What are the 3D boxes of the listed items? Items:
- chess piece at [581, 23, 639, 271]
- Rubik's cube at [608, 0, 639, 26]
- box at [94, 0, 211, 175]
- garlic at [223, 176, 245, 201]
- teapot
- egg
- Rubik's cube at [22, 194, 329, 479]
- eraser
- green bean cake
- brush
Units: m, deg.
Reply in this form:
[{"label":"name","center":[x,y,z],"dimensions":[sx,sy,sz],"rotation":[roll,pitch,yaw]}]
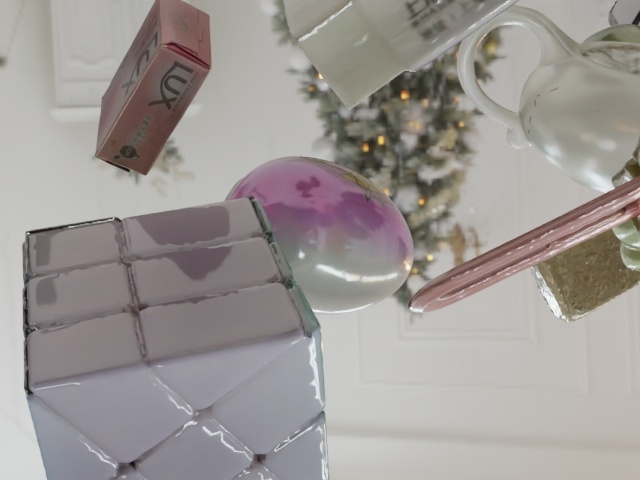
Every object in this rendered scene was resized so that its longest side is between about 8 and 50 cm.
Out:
[{"label":"chess piece","center":[0.346,-0.109,1.076],"dimensions":[0.144,0.251,0.144],"rotation":[-25,-166,7]},{"label":"Rubik's cube","center":[0.583,-0.300,1.247],"dimensions":[0.318,0.313,0.316],"rotation":[25,-153,-6]},{"label":"box","center":[-0.164,-0.151,0.982],"dimensions":[0.060,0.156,0.111],"rotation":[20,-146,-25]},{"label":"garlic","center":[-0.126,-0.038,1.602],"dimensions":[0.128,0.149,0.266],"rotation":[17,180,16]},{"label":"teapot","center":[0.266,-0.127,0.885],"dimensions":[0.299,0.166,0.208],"rotation":[17,-144,4]},{"label":"egg","center":[0.000,0.000,1.257],"dimensions":[0.196,0.196,0.271],"rotation":[-2,160,34]},{"label":"Rubik's cube","center":[-0.127,0.123,0.871],"dimensions":[0.221,0.231,0.225],"rotation":[-10,-149,-12]},{"label":"eraser","center":[0.107,-0.217,0.728],"dimensions":[0.279,0.081,0.124],"rotation":[-34,-152,13]},{"label":"green bean cake","center":[0.418,0.036,1.533],"dimensions":[0.179,0.109,0.085],"rotation":[-31,-176,-4]},{"label":"brush","center":[0.149,-0.019,0.509],"dimensions":[0.233,0.047,0.103],"rotation":[-24,166,3]}]
